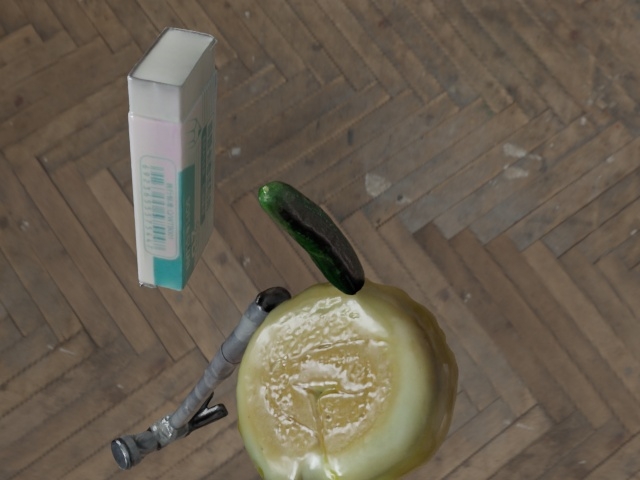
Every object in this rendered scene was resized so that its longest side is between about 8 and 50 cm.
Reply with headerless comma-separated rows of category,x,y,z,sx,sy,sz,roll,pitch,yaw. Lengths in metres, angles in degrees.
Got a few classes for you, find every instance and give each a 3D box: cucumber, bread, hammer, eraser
cucumber,0.000,0.000,0.717,0.036,0.184,0.033,-45,52,-2
bread,0.023,0.132,0.825,0.213,0.104,0.213,-10,71,31
hammer,-0.133,0.165,1.074,0.152,0.427,0.044,-22,72,-33
eraser,-0.130,-0.066,0.823,0.052,0.225,0.096,12,41,7
